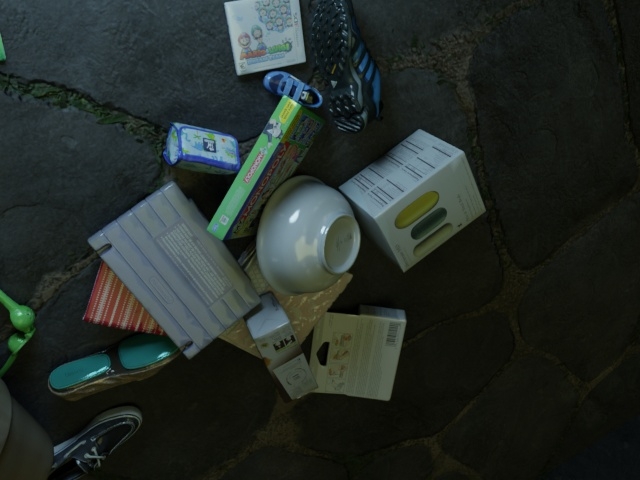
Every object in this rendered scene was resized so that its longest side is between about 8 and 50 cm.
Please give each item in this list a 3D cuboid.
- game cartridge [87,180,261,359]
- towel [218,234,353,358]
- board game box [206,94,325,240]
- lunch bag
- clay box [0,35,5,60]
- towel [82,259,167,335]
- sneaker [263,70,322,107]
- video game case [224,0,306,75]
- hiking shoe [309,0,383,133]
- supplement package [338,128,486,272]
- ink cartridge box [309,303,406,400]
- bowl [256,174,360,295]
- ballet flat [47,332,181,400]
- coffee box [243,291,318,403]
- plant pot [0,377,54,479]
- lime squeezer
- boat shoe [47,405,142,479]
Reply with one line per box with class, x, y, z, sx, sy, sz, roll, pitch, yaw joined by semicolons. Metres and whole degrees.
game cartridge;-0.314;0.068;1.235;0.230;0.068;0.355;-40;114;-18
towel;-0.116;0.154;1.432;0.317;0.053;0.332;33;99;-35
board game box;-0.112;-0.149;1.193;0.046;0.213;0.317;34;101;8
lunch bag;-0.245;-0.183;1.130;0.129;0.151;0.096;7;113;-28
clay box;-0.658;-0.350;0.902;0.222;0.053;0.127;-10;120;-20
towel;-0.382;0.119;1.268;0.275;0.031;0.199;17;91;-31
sneaker;-0.056;-0.330;1.199;0.144;0.059;0.053;13;112;-29
video game case;-0.112;-0.432;1.143;0.157;0.019;0.143;-17;121;-17
hiking shoe;0.064;-0.397;1.215;0.132;0.113;0.304;-36;125;-42
supplement package;0.229;-0.103;1.372;0.262;0.198;0.199;-36;126;-4
ink cartridge box;0.101;0.330;1.621;0.261;0.066;0.296;7;115;-1
bowl;0.000;0.000;1.279;0.298;0.134;0.298;-17;113;-48
ballet flat;-0.481;0.304;1.319;0.316;0.107;0.106;-14;141;-13
coffee box;-0.105;0.273;1.383;0.098;0.141;0.246;-26;123;-9
plant pot;-0.736;0.453;1.160;0.323;0.323;0.280;-35;141;-5
lime squeezer;-0.677;0.201;1.182;0.110;0.059;0.310;-2;117;-25
boat shoe;-0.584;0.533;1.373;0.301;0.102;0.108;-28;124;-10
